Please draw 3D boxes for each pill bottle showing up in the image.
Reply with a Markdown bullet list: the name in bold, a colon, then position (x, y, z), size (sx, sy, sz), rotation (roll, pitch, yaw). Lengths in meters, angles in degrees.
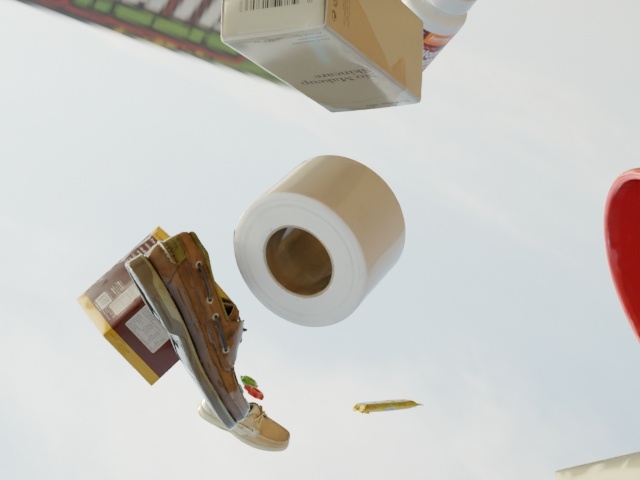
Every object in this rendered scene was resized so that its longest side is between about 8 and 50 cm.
- **pill bottle**: position (0.169, -0.370, 2.061), size (0.121, 0.221, 0.121), rotation (15, -124, -22)

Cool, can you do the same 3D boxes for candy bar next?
- **candy bar**: position (0.120, 0.296, 2.211), size (0.040, 0.018, 0.161), rotation (2, 180, 42)

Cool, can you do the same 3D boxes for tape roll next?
- **tape roll**: position (0.000, 0.000, 2.051), size (0.246, 0.246, 0.169), rotation (30, -144, 11)

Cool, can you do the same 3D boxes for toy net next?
- **toy net**: position (-0.153, 0.267, 2.096), size (0.122, 0.045, 0.232), rotation (30, -173, -14)

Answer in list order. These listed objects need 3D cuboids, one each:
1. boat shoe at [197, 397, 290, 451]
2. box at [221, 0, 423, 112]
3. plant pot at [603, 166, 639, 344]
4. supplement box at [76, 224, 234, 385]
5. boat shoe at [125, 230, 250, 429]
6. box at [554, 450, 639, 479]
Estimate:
- **boat shoe**: position (-0.124, 0.302, 2.090), size (0.170, 0.059, 0.063), rotation (25, -147, -7)
- **box**: position (0.012, -0.266, 1.558), size (0.148, 0.121, 0.311), rotation (-4, 168, 26)
- **plant pot**: position (0.486, 0.016, 1.370), size (0.243, 0.275, 0.275), rotation (-19, -145, -11)
- **supplement box**: position (-0.279, 0.106, 2.080), size (0.129, 0.194, 0.191), rotation (52, 171, -28)
- **boat shoe**: position (-0.145, 0.125, 1.641), size (0.104, 0.307, 0.110), rotation (-33, -142, -13)
- **box**: position (0.401, 0.284, 1.367), size (0.113, 0.275, 0.094), rotation (22, -123, -35)
